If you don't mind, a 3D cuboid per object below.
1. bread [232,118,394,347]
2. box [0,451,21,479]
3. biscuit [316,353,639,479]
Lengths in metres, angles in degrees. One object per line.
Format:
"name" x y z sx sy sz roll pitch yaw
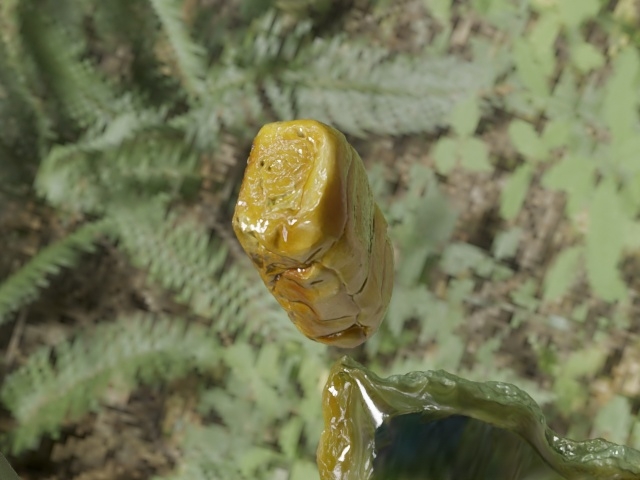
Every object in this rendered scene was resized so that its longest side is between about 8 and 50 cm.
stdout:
"bread" 0.000 0.000 1.985 0.132 0.294 0.167 -6 60 14
"box" -0.320 0.275 1.643 0.201 0.090 0.144 71 -176 -54
"biscuit" 0.160 0.237 1.646 0.335 0.329 0.078 -15 17 17
